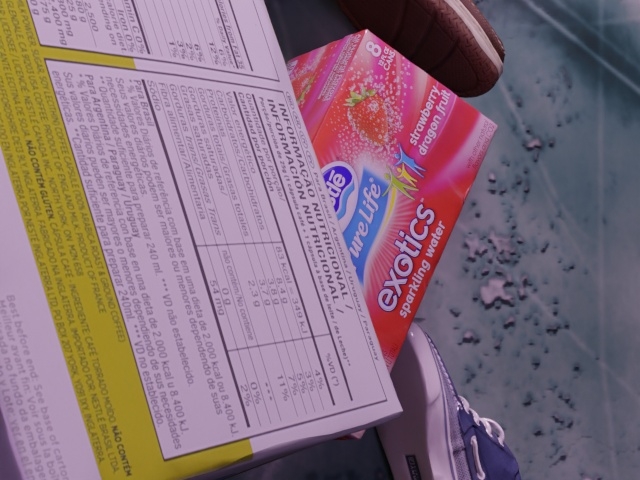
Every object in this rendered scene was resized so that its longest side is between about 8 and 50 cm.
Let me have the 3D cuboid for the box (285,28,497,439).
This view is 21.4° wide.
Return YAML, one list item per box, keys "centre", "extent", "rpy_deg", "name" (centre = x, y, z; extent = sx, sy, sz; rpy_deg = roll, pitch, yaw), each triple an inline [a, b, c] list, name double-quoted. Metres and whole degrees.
- centre: [0.000, 0.000, 1.171]
  extent: [0.128, 0.122, 0.257]
  rpy_deg: [34, 68, -22]
  name: "box"

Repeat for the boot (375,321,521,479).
- centre: [0.095, 0.142, 1.250]
  extent: [0.086, 0.069, 0.190]
  rpy_deg: [-17, 100, -38]
  name: "boot"

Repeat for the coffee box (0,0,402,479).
- centre: [-0.214, -0.004, 0.819]
  extent: [0.334, 0.337, 0.338]
  rpy_deg: [-4, 74, -64]
  name: "coffee box"

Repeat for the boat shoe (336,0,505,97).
- centre: [0.050, -0.218, 1.248]
  extent: [0.257, 0.095, 0.095]
  rpy_deg: [42, 59, -19]
  name: "boat shoe"
